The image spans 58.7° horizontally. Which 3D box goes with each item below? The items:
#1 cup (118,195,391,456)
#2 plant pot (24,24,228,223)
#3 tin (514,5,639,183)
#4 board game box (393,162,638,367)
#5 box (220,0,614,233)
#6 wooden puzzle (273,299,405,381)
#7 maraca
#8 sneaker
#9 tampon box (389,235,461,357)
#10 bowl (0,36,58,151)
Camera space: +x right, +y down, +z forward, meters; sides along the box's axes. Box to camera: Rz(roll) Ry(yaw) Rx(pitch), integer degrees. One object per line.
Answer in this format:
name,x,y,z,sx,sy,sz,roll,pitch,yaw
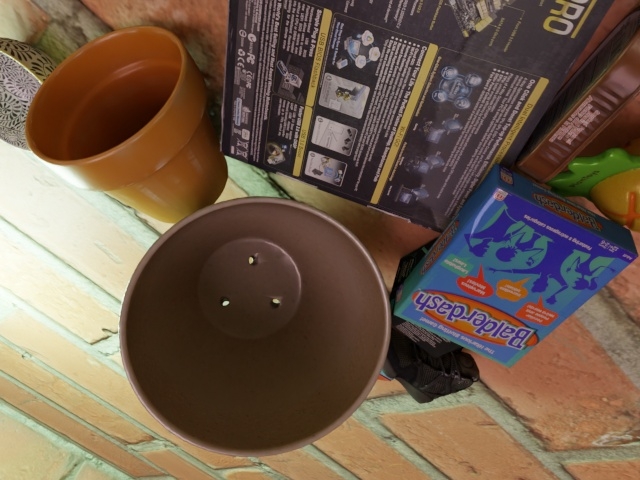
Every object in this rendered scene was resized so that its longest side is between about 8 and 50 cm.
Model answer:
cup,-0.091,0.092,0.804,0.331,0.331,0.237,33,-177,-13
plant pot,-0.212,-0.121,0.704,0.205,0.205,0.188,3,152,22
tin,0.251,-0.133,0.535,0.040,0.106,0.189,36,139,4
board game box,0.199,0.038,0.620,0.160,0.047,0.210,25,131,-6
box,0.069,-0.194,0.552,0.318,0.097,0.395,21,142,4
wooden puzzle,0.045,0.190,1.035,0.239,0.044,0.221,-4,133,28
maraca,0.324,-0.058,0.574,0.186,0.099,0.127,6,159,-8
sneaker,0.174,0.190,0.928,0.130,0.087,0.227,-24,132,23
tampon box,0.185,0.064,0.770,0.101,0.120,0.161,38,138,-16
bowl,-0.401,-0.209,0.765,0.170,0.080,0.170,12,139,11
